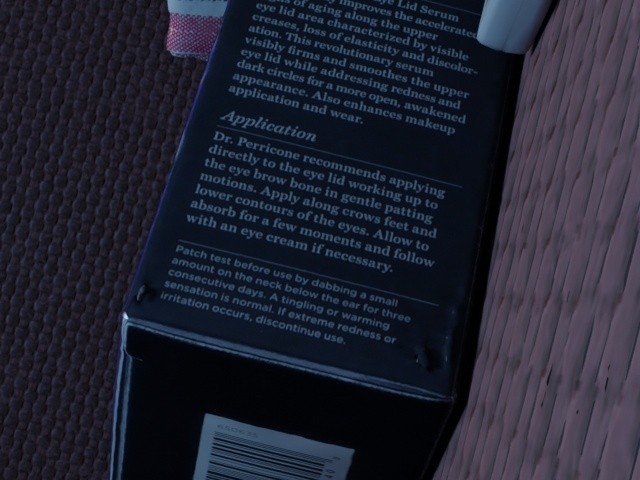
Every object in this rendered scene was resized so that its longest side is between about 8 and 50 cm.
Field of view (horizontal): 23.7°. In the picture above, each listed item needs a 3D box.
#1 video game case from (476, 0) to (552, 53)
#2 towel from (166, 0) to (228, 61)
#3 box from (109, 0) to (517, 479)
[{"bbox_3d":[0.089,-0.174,0.463,0.190,0.022,0.173,105,178,-69],"label":"video game case"},{"bbox_3d":[0.011,-0.160,0.618,0.029,0.144,0.197,-99,12,-58],"label":"towel"},{"bbox_3d":[0.000,0.000,0.572,0.153,0.108,0.207,104,180,-52],"label":"box"}]
